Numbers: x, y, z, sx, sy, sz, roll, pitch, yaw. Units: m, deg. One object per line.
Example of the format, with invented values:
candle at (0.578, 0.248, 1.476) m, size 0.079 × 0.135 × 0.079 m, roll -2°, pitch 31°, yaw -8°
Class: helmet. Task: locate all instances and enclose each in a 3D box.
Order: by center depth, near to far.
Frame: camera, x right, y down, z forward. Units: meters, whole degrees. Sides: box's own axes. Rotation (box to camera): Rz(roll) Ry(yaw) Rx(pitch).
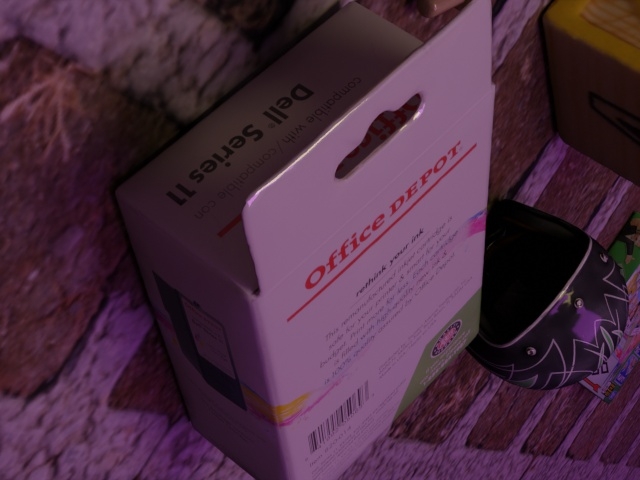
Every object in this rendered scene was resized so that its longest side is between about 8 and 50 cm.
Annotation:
helmet at (0.200, 0.058, 1.112) m, size 0.169 × 0.161 × 0.169 m, roll -39°, pitch 149°, yaw -29°

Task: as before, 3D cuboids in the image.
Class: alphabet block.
alphabet block at (0.325, -0.158, 1.042) m, size 0.192 × 0.193 × 0.197 m, roll -50°, pitch 153°, yaw -13°

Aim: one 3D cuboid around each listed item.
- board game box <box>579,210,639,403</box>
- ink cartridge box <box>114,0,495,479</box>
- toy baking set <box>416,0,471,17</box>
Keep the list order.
board game box at (0.398, 0.099, 1.614) m, size 0.213 × 0.046 × 0.317 m, roll -55°, pitch 153°, yaw 1°
ink cartridge box at (0.000, 0.000, 0.769) m, size 0.207 × 0.119 × 0.353 m, roll -42°, pitch 151°, yaw -24°
toy baking set at (0.147, -0.255, 0.821) m, size 0.256 × 0.030 × 0.197 m, roll -27°, pitch 142°, yaw -43°
